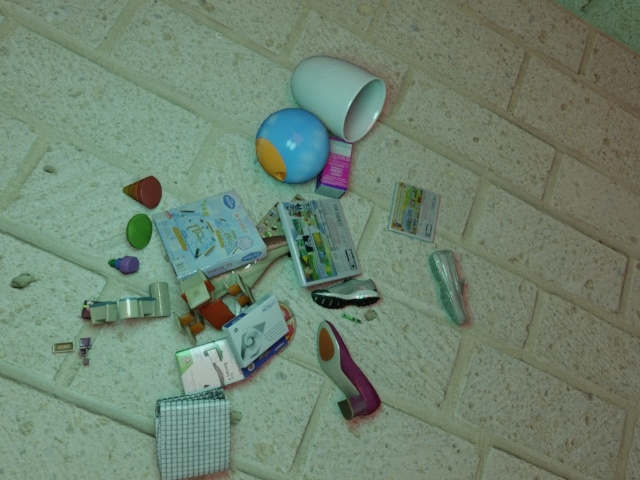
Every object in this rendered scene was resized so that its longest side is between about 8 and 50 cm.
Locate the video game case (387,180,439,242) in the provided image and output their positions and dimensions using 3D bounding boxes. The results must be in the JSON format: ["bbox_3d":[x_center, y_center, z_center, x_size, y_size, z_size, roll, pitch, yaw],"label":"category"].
[{"bbox_3d":[0.405,-0.123,2.068,0.206,0.026,0.226,16,75,-12],"label":"video game case"}]

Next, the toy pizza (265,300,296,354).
[{"bbox_3d":[-0.174,0.321,1.767,0.201,0.032,0.201,2,87,-31],"label":"toy pizza"}]

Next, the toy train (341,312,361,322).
[{"bbox_3d":[0.121,0.307,1.889,0.083,0.024,0.017,23,72,-10],"label":"toy train"}]

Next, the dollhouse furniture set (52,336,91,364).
[{"bbox_3d":[-0.824,0.368,1.575,0.114,0.081,0.090,-2,78,-16],"label":"dollhouse furniture set"}]

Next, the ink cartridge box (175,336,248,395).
[{"bbox_3d":[-0.381,0.437,1.680,0.220,0.092,0.160,-15,83,-18],"label":"ink cartridge box"}]

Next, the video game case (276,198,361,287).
[{"bbox_3d":[0.000,0.000,1.857,0.300,0.036,0.328,-8,77,-41],"label":"video game case"}]

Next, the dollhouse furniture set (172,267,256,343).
[{"bbox_3d":[-0.369,0.224,1.615,0.262,0.259,0.135,-31,51,-4],"label":"dollhouse furniture set"}]

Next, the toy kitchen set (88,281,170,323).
[{"bbox_3d":[-0.651,0.212,1.640,0.166,0.207,0.122,-12,79,18],"label":"toy kitchen set"}]

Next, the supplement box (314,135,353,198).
[{"bbox_3d":[0.055,-0.298,1.962,0.114,0.111,0.220,13,74,-12],"label":"supplement box"}]

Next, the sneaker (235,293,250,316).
[{"bbox_3d":[-0.277,0.278,1.761,0.075,0.063,0.170,1,72,-9],"label":"sneaker"}]

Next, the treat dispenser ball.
[{"bbox_3d":[-0.106,-0.361,1.837,0.288,0.288,0.288,4,77,-15],"label":"treat dispenser ball"}]

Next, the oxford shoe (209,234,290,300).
[{"bbox_3d":[-0.262,0.094,1.793,0.397,0.140,0.146,-23,109,-19],"label":"oxford shoe"}]

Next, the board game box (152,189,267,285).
[{"bbox_3d":[-0.399,-0.017,1.716,0.318,0.066,0.318,-20,54,-18],"label":"board game box"}]

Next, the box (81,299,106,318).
[{"bbox_3d":[-0.766,0.240,1.638,0.083,0.052,0.062,8,75,-15],"label":"box"}]

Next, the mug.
[{"bbox_3d":[0.080,-0.605,1.966,0.328,0.276,0.374,36,34,22],"label":"mug"}]

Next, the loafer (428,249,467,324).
[{"bbox_3d":[0.554,0.190,1.993,0.112,0.112,0.319,-14,81,-10],"label":"loafer"}]

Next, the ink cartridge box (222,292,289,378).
[{"bbox_3d":[-0.210,0.333,1.664,0.223,0.045,0.223,-36,118,-38],"label":"ink cartridge box"}]

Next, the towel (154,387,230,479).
[{"bbox_3d":[-0.419,0.633,1.577,0.235,0.121,0.283,-2,103,-15],"label":"towel"}]

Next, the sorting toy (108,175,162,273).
[{"bbox_3d":[-0.687,-0.062,1.721,0.126,0.127,0.365,6,77,16],"label":"sorting toy"}]

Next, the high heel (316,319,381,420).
[{"bbox_3d":[0.106,0.480,1.826,0.181,0.127,0.377,-2,72,-46],"label":"high heel"}]

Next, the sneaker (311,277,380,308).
[{"bbox_3d":[0.094,0.203,1.878,0.272,0.100,0.108,-1,58,-16],"label":"sneaker"}]

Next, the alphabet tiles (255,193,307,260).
[{"bbox_3d":[-0.120,-0.068,1.915,0.198,0.009,0.237,40,70,-4],"label":"alphabet tiles"}]
